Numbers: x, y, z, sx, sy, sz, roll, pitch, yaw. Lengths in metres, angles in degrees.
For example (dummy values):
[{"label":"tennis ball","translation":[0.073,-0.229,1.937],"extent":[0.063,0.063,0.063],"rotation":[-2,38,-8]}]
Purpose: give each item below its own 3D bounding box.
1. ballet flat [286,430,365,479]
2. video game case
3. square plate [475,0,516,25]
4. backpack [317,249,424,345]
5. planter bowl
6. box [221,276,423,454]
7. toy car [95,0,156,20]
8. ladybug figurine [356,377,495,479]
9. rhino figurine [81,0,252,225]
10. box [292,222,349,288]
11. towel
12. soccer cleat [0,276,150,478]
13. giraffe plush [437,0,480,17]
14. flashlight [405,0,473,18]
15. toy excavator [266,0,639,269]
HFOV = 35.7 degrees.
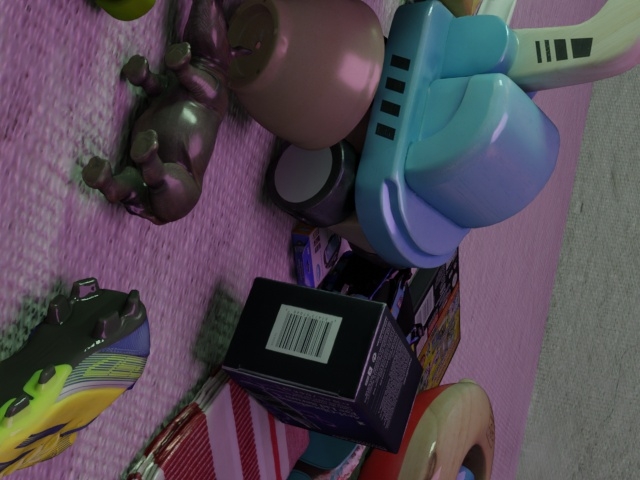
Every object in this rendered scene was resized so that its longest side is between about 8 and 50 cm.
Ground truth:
[{"label":"ballet flat","translation":[-0.012,0.314,1.280],"extent":[0.241,0.091,0.077],"rotation":[-48,147,-38]},{"label":"video game case","translation":[0.194,0.154,1.760],"extent":[0.275,0.035,0.248],"rotation":[-53,144,-50]},{"label":"square plate","translation":[0.199,-0.199,1.486],"extent":[0.344,0.049,0.347],"rotation":[109,5,-64]},{"label":"backpack","translation":[0.045,0.119,1.290],"extent":[0.173,0.116,0.158],"rotation":[-54,145,-33]},{"label":"planter bowl","translation":[-0.032,-0.181,0.985],"extent":[0.109,0.162,0.162],"rotation":[15,84,-39]},{"label":"box","translation":[0.010,0.138,1.071],"extent":[0.207,0.153,0.108],"rotation":[57,48,-58]},{"label":"toy car","translation":[-0.105,-0.244,0.713],"extent":[0.155,0.188,0.149],"rotation":[37,64,-65]},{"label":"ladybug figurine","translation":[0.152,0.417,1.575],"extent":[0.449,0.161,0.305],"rotation":[-64,148,-30]},{"label":"rhino figurine","translation":[-0.121,-0.124,0.872],"extent":[0.106,0.073,0.243],"rotation":[54,47,-54]},{"label":"box","translation":[0.000,0.000,1.259],"extent":[0.136,0.028,0.081],"rotation":[-48,141,-49]},{"label":"towel","translation":[-0.102,0.245,1.096],"extent":[0.329,0.037,0.237],"rotation":[-51,143,-50]},{"label":"soccer cleat","translation":[-0.216,0.131,0.717],"extent":[0.289,0.093,0.121],"rotation":[-41,142,-56]},{"label":"giraffe plush","translation":[0.132,-0.381,1.248],"extent":[0.210,0.170,0.182],"rotation":[-31,128,-60]},{"label":"flashlight","translation":[0.215,-0.443,1.515],"extent":[0.103,0.103,0.304],"rotation":[112,0,-59]},{"label":"toy excavator","translation":[0.212,-0.174,1.110],"extent":[0.222,0.445,0.433],"rotation":[32,67,-50]}]
